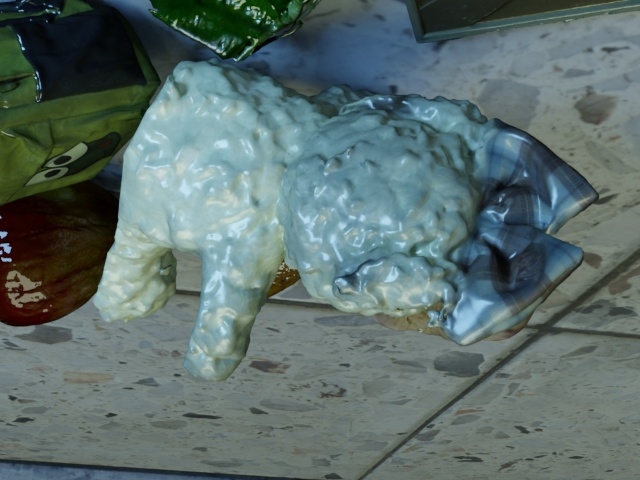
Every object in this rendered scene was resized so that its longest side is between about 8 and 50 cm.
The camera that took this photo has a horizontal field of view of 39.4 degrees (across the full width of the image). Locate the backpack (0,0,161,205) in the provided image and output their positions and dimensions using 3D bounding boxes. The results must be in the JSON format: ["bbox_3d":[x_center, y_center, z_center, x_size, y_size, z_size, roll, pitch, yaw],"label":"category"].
[{"bbox_3d":[-0.277,-0.113,0.752,0.253,0.140,0.207,-20,171,-39],"label":"backpack"}]

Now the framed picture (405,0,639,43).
[{"bbox_3d":[0.181,-0.228,0.686,0.250,0.016,0.184,-5,153,15],"label":"framed picture"}]

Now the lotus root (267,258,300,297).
[{"bbox_3d":[-0.058,0.020,1.128,0.191,0.094,0.108,-20,-179,29],"label":"lotus root"}]

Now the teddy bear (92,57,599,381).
[{"bbox_3d":[0.000,0.000,0.814,0.362,0.327,0.375,26,149,2],"label":"teddy bear"}]

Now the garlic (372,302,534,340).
[{"bbox_3d":[0.141,0.006,1.017,0.245,0.160,0.244,17,131,20],"label":"garlic"}]

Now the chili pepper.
[{"bbox_3d":[-0.088,-0.211,0.690,0.216,0.062,0.108,23,141,-36],"label":"chili pepper"}]

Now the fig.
[{"bbox_3d":[-0.277,-0.029,1.022,0.290,0.190,0.190,-34,155,-10],"label":"fig"}]
